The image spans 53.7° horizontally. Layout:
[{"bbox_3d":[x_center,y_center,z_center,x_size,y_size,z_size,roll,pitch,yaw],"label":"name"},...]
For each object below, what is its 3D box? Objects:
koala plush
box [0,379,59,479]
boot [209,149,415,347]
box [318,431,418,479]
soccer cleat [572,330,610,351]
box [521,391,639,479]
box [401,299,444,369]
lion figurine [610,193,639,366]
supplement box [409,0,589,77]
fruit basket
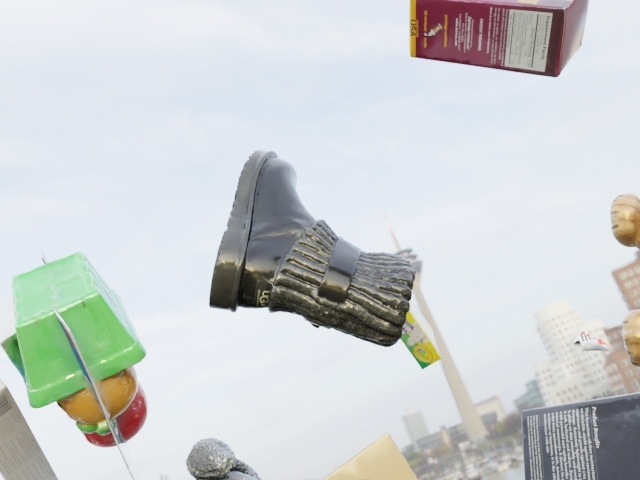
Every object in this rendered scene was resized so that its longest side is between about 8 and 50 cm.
[{"bbox_3d":[-0.114,0.449,0.967,0.221,0.196,0.203,14,-22,48],"label":"koala plush"},{"bbox_3d":[-0.472,0.319,0.968,0.067,0.063,0.324,-38,-36,-33],"label":"box"},{"bbox_3d":[-0.001,0.004,0.912,0.259,0.348,0.131,9,-51,-2],"label":"boot"},{"bbox_3d":[0.062,0.397,0.894,0.201,0.165,0.021,-25,-14,-27],"label":"box"},{"bbox_3d":[0.530,0.205,1.236,0.035,0.029,0.083,-45,21,-7],"label":"soccer cleat"},{"bbox_3d":[0.552,0.373,1.054,0.296,0.183,0.294,19,-28,-27],"label":"box"},{"bbox_3d":[0.149,0.136,1.071,0.043,0.179,0.105,-34,16,12],"label":"box"},{"bbox_3d":[0.332,0.036,0.369,0.240,0.142,0.392,-8,-13,42],"label":"lion figurine"},{"bbox_3d":[0.213,-0.265,0.766,0.104,0.188,0.081,-45,-39,-40],"label":"supplement box"},{"bbox_3d":[-0.339,0.213,0.924,0.165,0.327,0.354,-17,-65,-22],"label":"fruit basket"}]
